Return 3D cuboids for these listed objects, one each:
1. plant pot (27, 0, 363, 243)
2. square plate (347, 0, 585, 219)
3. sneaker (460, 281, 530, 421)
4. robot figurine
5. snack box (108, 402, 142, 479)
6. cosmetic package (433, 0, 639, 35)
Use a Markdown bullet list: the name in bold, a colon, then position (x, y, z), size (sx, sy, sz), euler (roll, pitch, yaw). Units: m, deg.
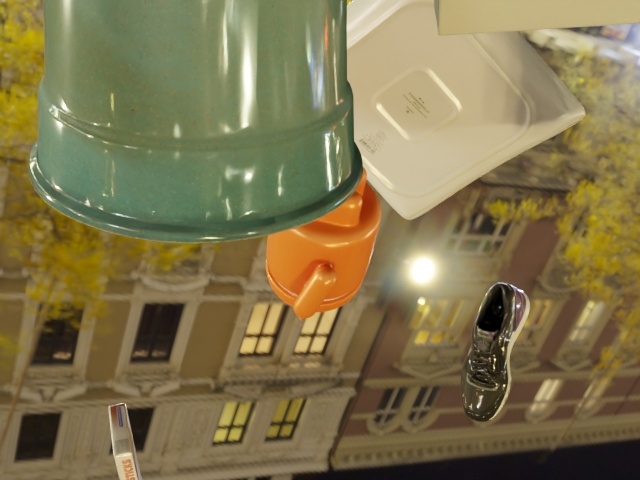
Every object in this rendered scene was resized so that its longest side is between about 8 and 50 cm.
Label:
- **plant pot**: position (-0.113, -0.226, 0.774), size (0.341, 0.334, 0.341), euler (4, -149, -2)
- **square plate**: position (0.144, -0.204, 1.206), size (0.347, 0.344, 0.049), euler (43, -143, -21)
- **sneaker**: position (0.328, 0.219, 1.652), size (0.107, 0.283, 0.124), euler (12, 173, 31)
- **robot figurine**: position (-0.001, 0.001, 0.979), size (0.128, 0.219, 0.158), euler (-20, -124, -24)
- **snack box**: position (-0.221, 0.262, 0.952), size (0.022, 0.178, 0.064), euler (-10, -130, -13)
- **cosmetic package**: position (0.263, -0.313, 0.848), size (0.296, 0.129, 0.153), euler (-3, -129, 3)
